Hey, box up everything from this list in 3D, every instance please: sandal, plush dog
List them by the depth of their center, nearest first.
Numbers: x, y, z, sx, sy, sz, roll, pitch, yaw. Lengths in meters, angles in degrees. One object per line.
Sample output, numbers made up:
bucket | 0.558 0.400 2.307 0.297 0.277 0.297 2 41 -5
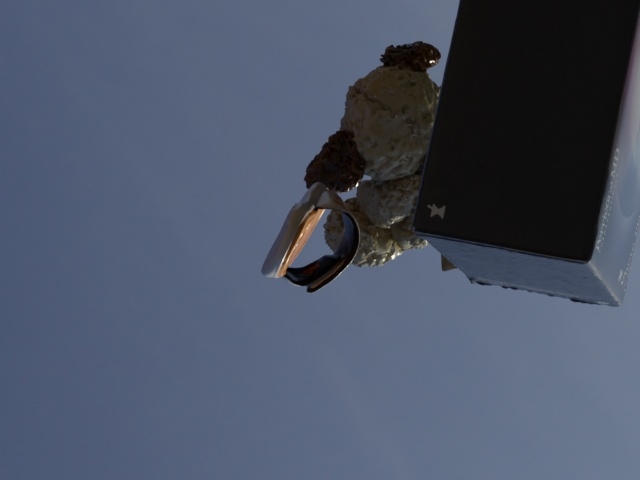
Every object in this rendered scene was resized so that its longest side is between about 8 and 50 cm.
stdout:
sandal | -0.005 0.009 1.777 0.076 0.102 0.265 28 -170 1
plush dog | 0.104 -0.106 2.089 0.225 0.210 0.262 46 -111 -40

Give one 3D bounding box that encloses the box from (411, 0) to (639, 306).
box | 0.230 -0.107 1.749 0.182 0.296 0.294 10 173 18
